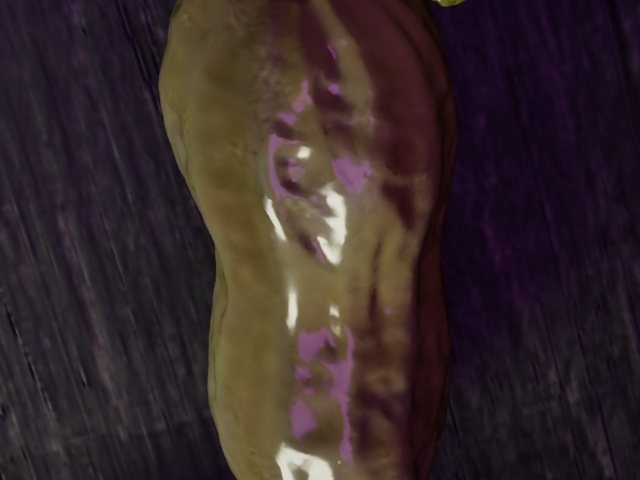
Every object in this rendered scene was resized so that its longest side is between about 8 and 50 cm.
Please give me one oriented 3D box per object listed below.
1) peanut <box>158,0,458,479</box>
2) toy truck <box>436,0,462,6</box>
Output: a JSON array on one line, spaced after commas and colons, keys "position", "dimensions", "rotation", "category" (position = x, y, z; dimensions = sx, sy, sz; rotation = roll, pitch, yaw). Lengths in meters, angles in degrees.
[{"position": [0.000, 0.000, 0.894], "dimensions": [0.149, 0.149, 0.313], "rotation": [-3, 106, -5], "category": "peanut"}, {"position": [-0.027, -0.181, 0.745], "dimensions": [0.286, 0.136, 0.111], "rotation": [19, 66, -29], "category": "toy truck"}]
